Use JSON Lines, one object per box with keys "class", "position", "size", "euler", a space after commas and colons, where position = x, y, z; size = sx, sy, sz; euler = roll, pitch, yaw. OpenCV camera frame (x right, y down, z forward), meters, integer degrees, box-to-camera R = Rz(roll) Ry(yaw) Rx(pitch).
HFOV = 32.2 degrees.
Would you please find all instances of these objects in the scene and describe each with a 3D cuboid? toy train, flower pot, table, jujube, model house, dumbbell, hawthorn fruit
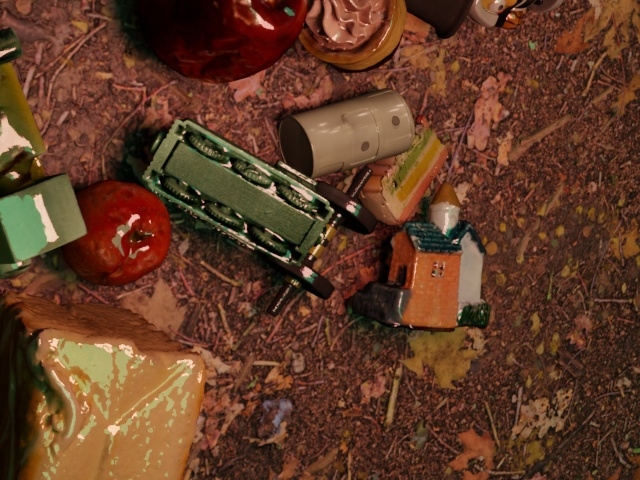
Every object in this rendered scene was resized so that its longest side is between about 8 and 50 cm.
{"class": "toy train", "position": [-0.137, -0.092, 1.859], "size": [0.330, 0.178, 0.139], "euler": [30, 104, -12]}
{"class": "flower pot", "position": [0.192, -0.497, 2.002], "size": [0.148, 0.235, 0.235], "euler": [12, 95, -14]}
{"class": "toy train", "position": [-0.482, -0.135, 1.593], "size": [0.160, 0.253, 0.397], "euler": [-25, 102, -34]}
{"class": "table", "position": [0.047, -0.193, 2.014], "size": [0.220, 0.126, 0.126], "euler": [-18, 110, -26]}
{"class": "jujube", "position": [-0.153, -0.358, 1.739], "size": [0.223, 0.318, 0.223], "euler": [-2, 93, -33]}
{"class": "model house", "position": [0.211, 0.029, 2.132], "size": [0.253, 0.184, 0.291], "euler": [7, 96, -33]}
{"class": "dumbbell", "position": [0.000, 0.000, 2.017], "size": [0.143, 0.143, 0.325], "euler": [39, 80, -32]}
{"class": "hawthorn fruit", "position": [-0.320, -0.008, 1.784], "size": [0.179, 0.200, 0.179], "euler": [-8, 104, -36]}

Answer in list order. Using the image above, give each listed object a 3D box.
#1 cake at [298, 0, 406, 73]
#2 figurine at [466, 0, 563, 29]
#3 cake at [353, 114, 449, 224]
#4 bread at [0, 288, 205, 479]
{"class": "cake", "position": [0.039, -0.387, 1.891], "size": [0.178, 0.185, 0.208], "euler": [-13, 120, -66]}
{"class": "figurine", "position": [0.351, -0.484, 2.130], "size": [0.236, 0.133, 0.176], "euler": [-10, 132, -39]}
{"class": "cake", "position": [0.155, -0.134, 2.146], "size": [0.109, 0.090, 0.225], "euler": [55, 53, -26]}
{"class": "bread", "position": [-0.389, 0.293, 1.708], "size": [0.279, 0.371, 0.390], "euler": [9, 97, -32]}
